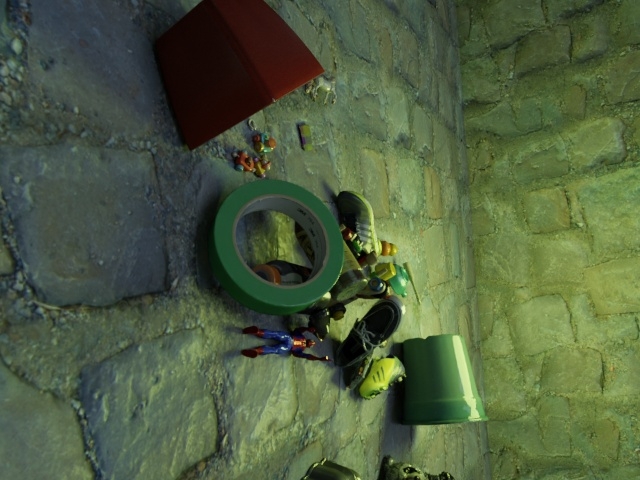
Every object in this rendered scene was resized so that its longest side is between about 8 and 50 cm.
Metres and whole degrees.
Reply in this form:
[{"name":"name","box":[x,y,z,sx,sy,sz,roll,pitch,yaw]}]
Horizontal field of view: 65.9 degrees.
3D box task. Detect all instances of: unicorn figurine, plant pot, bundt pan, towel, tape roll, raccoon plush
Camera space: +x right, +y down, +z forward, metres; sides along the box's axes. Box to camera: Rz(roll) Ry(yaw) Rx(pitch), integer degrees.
[{"name":"unicorn figurine","box":[0.015,-0.505,1.637,0.162,0.060,0.111,18,70,-57]},{"name":"plant pot","box":[-0.197,-0.390,1.095,0.236,0.267,0.267,59,37,-16]},{"name":"plant pot","box":[0.479,0.564,2.009,0.341,0.341,0.334,23,57,-56]},{"name":"bundt pan","box":[0.047,0.808,1.410,0.331,0.124,0.331,13,75,-58]},{"name":"towel","box":[-0.046,-0.324,1.554,0.060,0.009,0.083,-27,109,-58]},{"name":"tape roll","box":[-0.101,0.012,1.171,0.321,0.077,0.321,11,63,-21]},{"name":"raccoon plush","box":[0.322,1.011,1.857,0.216,0.299,0.446,-65,173,-63]}]

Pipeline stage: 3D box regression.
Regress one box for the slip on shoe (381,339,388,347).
[{"name":"slip on shoe","box":[0.262,0.354,1.925,0.051,0.041,0.135,53,42,-41]}]

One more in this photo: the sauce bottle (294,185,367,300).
[{"name":"sauce bottle","box":[0.000,0.000,1.350,0.111,0.111,0.344,18,36,-57]}]

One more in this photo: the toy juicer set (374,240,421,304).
[{"name":"toy juicer set","box":[0.297,0.122,2.000,0.329,0.089,0.209,40,34,-46]}]

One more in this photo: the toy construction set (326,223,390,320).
[{"name":"toy construction set","box":[0.069,0.119,1.548,0.257,0.237,0.309,56,11,9]}]

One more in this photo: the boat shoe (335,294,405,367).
[{"name":"boat shoe","box":[0.144,0.290,1.540,0.113,0.306,0.105,51,35,12]}]

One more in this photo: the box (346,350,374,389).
[{"name":"box","box":[0.136,0.424,1.663,0.137,0.027,0.094,-57,177,-47]}]

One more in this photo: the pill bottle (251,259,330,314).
[{"name":"pill bottle","box":[-0.084,0.123,1.297,0.246,0.130,0.130,21,67,-57]}]

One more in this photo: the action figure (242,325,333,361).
[{"name":"action figure","box":[-0.067,0.272,1.304,0.280,0.139,0.091,21,69,-59]}]

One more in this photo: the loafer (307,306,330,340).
[{"name":"loafer","box":[0.006,0.228,1.348,0.061,0.062,0.170,59,-13,18]}]

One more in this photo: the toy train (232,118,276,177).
[{"name":"toy train","box":[-0.165,-0.237,1.303,0.125,0.046,0.166,46,48,-47]}]

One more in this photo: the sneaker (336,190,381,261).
[{"name":"sneaker","box":[0.127,-0.034,1.706,0.121,0.111,0.300,-52,127,-44]}]

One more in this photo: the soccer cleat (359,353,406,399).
[{"name":"soccer cleat","box":[0.210,0.490,1.799,0.289,0.093,0.121,-6,60,-55]}]
